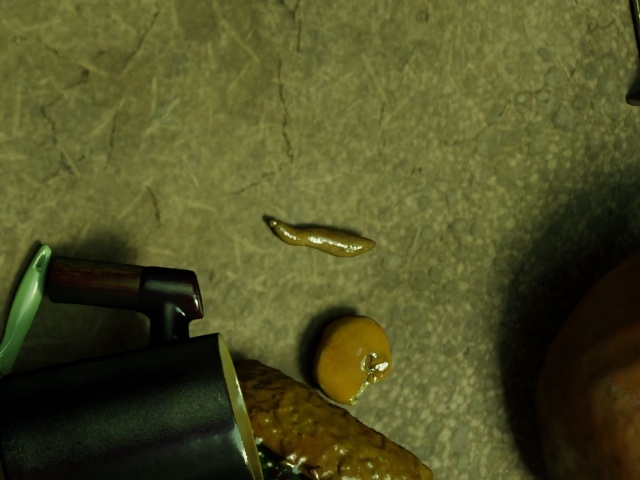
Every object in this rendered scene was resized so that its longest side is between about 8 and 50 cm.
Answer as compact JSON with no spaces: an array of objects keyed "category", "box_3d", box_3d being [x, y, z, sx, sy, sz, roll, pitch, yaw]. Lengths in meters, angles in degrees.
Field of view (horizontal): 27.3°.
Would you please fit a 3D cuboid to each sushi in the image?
[{"category":"sushi","box_3d":[-0.021,0.219,1.180,0.287,0.149,0.140,34,52,4]}]

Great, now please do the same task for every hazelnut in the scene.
[{"category":"hazelnut","box_3d":[0.408,0.180,1.346,0.359,0.359,0.409,-40,122,-18]}]

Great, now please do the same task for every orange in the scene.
[{"category":"orange","box_3d":[0.031,0.112,1.244,0.086,0.062,0.086,-5,101,-29]}]

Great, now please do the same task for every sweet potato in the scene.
[{"category":"sweet potato","box_3d":[0.000,0.000,1.223,0.115,0.026,0.026,9,96,-28]}]

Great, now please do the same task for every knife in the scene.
[{"category":"knife","box_3d":[-0.264,0.099,1.088,0.030,0.014,0.207,19,91,-35]}]

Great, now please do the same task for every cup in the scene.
[{"category":"cup","box_3d":[-0.156,0.128,1.041,0.177,0.166,0.239,-16,98,0]}]

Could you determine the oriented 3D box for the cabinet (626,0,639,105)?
[{"category":"cabinet","box_3d":[0.428,-0.249,1.357,0.215,0.148,0.175,-25,113,-24]}]
